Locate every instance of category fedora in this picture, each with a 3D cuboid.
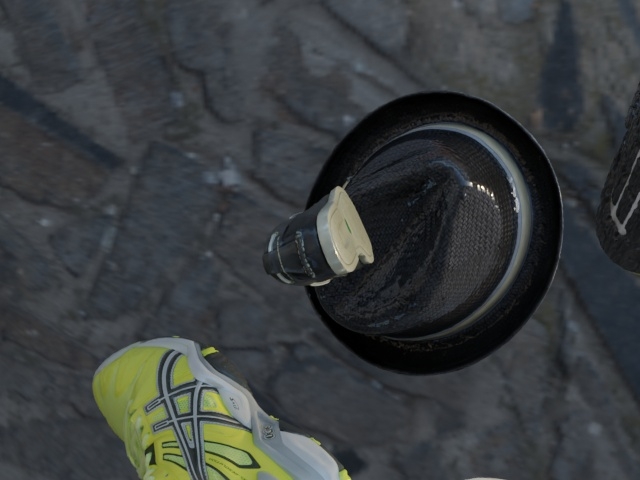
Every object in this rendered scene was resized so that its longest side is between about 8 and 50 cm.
[{"bbox_3d":[0.101,-0.001,1.857,0.334,0.152,0.334,3,98,22],"label":"fedora"}]

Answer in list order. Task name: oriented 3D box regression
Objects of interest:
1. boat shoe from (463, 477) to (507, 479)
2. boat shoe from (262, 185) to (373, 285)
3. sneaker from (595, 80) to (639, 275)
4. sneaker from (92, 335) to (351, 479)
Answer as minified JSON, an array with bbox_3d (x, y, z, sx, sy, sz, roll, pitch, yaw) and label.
[{"bbox_3d":[0.128,0.238,0.819,0.116,0.097,0.324,-30,128,3],"label":"boat shoe"},{"bbox_3d":[0.000,0.000,1.628,0.079,0.233,0.084,-23,91,13],"label":"boat shoe"},{"bbox_3d":[0.244,-0.059,0.994,0.121,0.300,0.111,22,123,6],"label":"sneaker"},{"bbox_3d":[-0.127,0.208,1.646,0.147,0.384,0.145,-20,120,-33],"label":"sneaker"}]
